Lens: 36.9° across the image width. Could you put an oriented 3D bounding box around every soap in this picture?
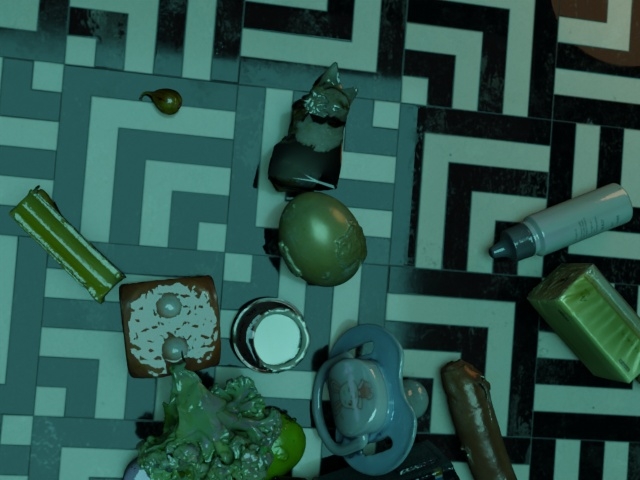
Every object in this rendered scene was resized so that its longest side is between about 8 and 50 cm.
[{"bbox_3d":[-0.458,0.011,1.754,0.076,0.135,0.233,-44,96,-9],"label":"soap"}]

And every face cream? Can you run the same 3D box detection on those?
[{"bbox_3d":[0.486,-0.026,1.971,0.311,0.092,0.092,-21,93,-12],"label":"face cream"}]

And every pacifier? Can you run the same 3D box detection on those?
[{"bbox_3d":[0.115,0.313,1.858,0.226,0.238,0.287,13,56,-41],"label":"pacifier"}]

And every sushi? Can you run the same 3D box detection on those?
[{"bbox_3d":[-0.017,-0.212,1.878,0.134,0.109,0.273,16,71,-7],"label":"sushi"}]

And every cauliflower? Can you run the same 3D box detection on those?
[{"bbox_3d":[-0.204,0.328,1.690,0.256,0.239,0.315,-13,130,3],"label":"cauliflower"}]

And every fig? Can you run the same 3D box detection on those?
[{"bbox_3d":[-0.307,-0.271,1.842,0.083,0.050,0.050,14,85,8],"label":"fig"}]

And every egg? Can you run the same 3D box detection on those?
[{"bbox_3d":[0.003,-0.002,1.830,0.164,0.164,0.201,-36,120,-10],"label":"egg"}]

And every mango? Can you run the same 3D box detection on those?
[{"bbox_3d":[-0.109,0.407,1.834,0.178,0.100,0.119,-36,98,-3],"label":"mango"}]

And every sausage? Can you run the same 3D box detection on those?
[{"bbox_3d":[0.340,0.439,1.929,0.094,0.094,0.419,-18,93,32],"label":"sausage"}]

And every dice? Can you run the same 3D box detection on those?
[{"bbox_3d":[-0.278,0.157,1.767,0.175,0.174,0.179,-3,88,-13],"label":"dice"}]

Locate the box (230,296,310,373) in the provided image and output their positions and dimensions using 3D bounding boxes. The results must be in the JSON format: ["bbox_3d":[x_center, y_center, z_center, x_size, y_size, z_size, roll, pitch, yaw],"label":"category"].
[{"bbox_3d":[-0.090,0.185,1.826,0.151,0.135,0.151,0,90,-12],"label":"box"}]

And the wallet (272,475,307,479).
[{"bbox_3d":[-0.082,0.549,1.835,0.110,0.031,0.198,18,92,-46],"label":"wallet"}]

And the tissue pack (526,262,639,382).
[{"bbox_3d":[0.552,0.164,1.944,0.125,0.159,0.234,-42,97,-10],"label":"tissue pack"}]

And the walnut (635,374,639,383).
[{"bbox_3d":[0.701,0.270,2.015,0.092,0.092,0.092,0,88,-12],"label":"walnut"}]

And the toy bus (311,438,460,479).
[{"bbox_3d":[0.130,0.503,1.842,0.275,0.138,0.167,-14,108,-15],"label":"toy bus"}]

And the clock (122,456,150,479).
[{"bbox_3d":[-0.304,0.588,1.781,0.295,0.113,0.322,26,83,-10],"label":"clock"}]
